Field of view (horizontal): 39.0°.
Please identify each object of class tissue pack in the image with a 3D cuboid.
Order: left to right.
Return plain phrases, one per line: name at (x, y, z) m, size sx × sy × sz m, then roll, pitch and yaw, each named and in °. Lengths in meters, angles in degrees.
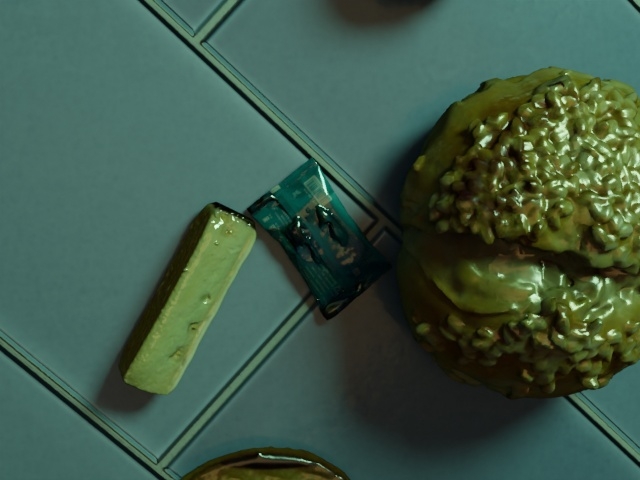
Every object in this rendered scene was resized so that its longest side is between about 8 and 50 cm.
tissue pack at (0.000, 0.000, 0.877) m, size 0.085 × 0.028 × 0.138 m, roll -37°, pitch 103°, yaw -2°

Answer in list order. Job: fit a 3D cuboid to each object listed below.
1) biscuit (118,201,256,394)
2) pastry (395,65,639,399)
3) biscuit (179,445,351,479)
biscuit at (-0.123, 0.056, 0.854) m, size 0.056 × 0.052 × 0.188 m, roll 29°, pitch 93°, yaw -26°
pastry at (0.211, -0.003, 0.824) m, size 0.284 × 0.184 × 0.316 m, roll 13°, pitch 94°, yaw -10°
biscuit at (-0.041, 0.293, 0.903) m, size 0.228 × 0.031 × 0.176 m, roll 43°, pitch 90°, yaw -12°
